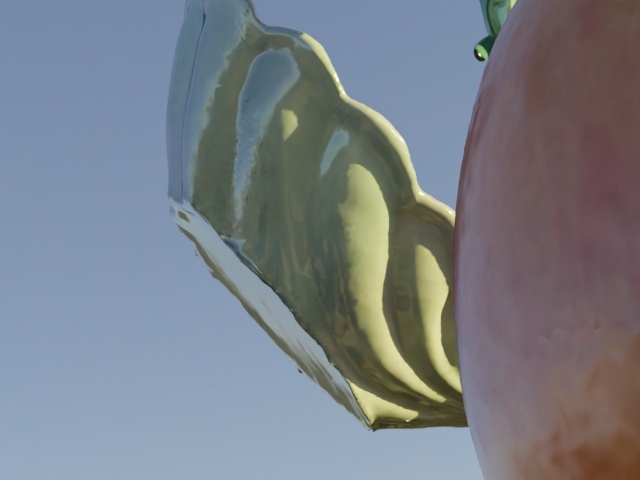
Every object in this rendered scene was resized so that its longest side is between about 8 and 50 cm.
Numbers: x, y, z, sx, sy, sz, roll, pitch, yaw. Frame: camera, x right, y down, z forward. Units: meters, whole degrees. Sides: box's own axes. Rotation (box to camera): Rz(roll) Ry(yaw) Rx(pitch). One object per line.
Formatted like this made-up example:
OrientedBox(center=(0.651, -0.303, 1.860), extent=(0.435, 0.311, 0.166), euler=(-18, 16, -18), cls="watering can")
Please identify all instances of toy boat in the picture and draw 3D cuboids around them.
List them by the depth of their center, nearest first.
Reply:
OrientedBox(center=(0.000, 0.000, 0.767), extent=(0.100, 0.290, 0.199), euler=(-43, 11, -11), cls="toy boat")

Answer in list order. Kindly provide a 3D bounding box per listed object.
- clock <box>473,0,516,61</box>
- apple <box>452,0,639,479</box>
OrientedBox(center=(0.163, -0.166, 1.035), extent=(0.101, 0.135, 0.041), euler=(39, -8, -17), cls="clock")
OrientedBox(center=(0.207, 0.002, 0.397), extent=(0.364, 0.363, 0.364), euler=(-11, -22, -5), cls="apple")
